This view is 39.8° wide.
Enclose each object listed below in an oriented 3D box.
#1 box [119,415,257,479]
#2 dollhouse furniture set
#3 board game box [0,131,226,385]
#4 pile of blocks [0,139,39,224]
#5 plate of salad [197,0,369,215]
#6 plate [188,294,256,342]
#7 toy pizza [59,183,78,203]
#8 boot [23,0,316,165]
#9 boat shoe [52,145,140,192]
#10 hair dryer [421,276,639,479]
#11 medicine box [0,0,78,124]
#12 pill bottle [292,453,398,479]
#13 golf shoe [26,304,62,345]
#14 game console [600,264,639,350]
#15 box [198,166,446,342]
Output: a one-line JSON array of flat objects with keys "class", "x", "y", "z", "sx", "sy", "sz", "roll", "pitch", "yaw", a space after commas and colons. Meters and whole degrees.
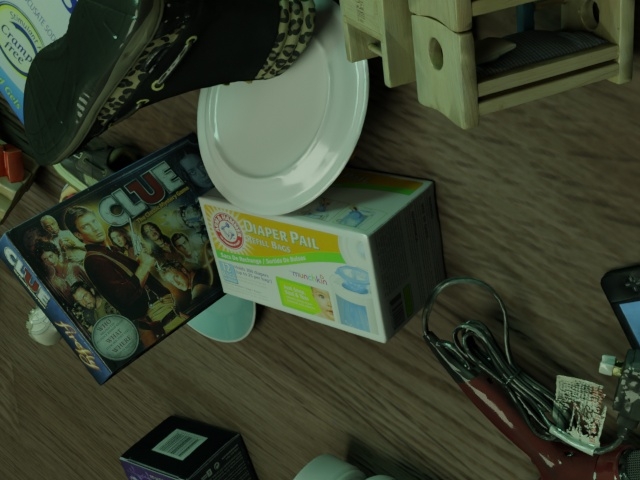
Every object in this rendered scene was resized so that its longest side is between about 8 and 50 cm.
[{"class": "box", "x": -0.168, "y": 0.371, "z": 1.251, "sx": 0.153, "sy": 0.108, "sz": 0.207, "roll": 2, "pitch": 119, "yaw": 42}, {"class": "dollhouse furniture set", "x": 0.104, "y": -0.179, "z": 0.611, "sx": 0.183, "sy": 0.129, "sz": 0.129, "roll": -132, "pitch": 29, "yaw": -57}, {"class": "board game box", "x": -0.172, "y": 0.009, "z": 0.888, "sx": 0.165, "sy": 0.243, "sz": 0.042, "roll": 51, "pitch": 141, "yaw": 3}, {"class": "pile of blocks", "x": -0.510, "y": -0.179, "z": 1.151, "sx": 0.362, "sy": 0.149, "sz": 0.112, "roll": 50, "pitch": 140, "yaw": 4}, {"class": "plate of salad", "x": -0.033, "y": -0.120, "z": 0.779, "sx": 0.200, "sy": 0.048, "sz": 0.199, "roll": -4, "pitch": 83, "yaw": 39}, {"class": "plate", "x": -0.141, "y": 0.036, "z": 1.050, "sx": 0.188, "sy": 0.024, "sz": 0.188, "roll": 25, "pitch": 134, "yaw": 30}, {"class": "toy pizza", "x": -0.282, "y": 0.012, "z": 1.161, "sx": 0.201, "sy": 0.032, "sz": 0.201, "roll": 25, "pitch": 133, "yaw": 30}, {"class": "boot", "x": -0.128, "y": -0.135, "z": 0.722, "sx": 0.236, "sy": 0.179, "sz": 0.085, "roll": -36, "pitch": 70, "yaw": 46}, {"class": "boat shoe", "x": -0.238, "y": -0.074, "z": 1.030, "sx": 0.223, "sy": 0.080, "sz": 0.073, "roll": 39, "pitch": 105, "yaw": 37}, {"class": "hair dryer", "x": 0.202, "y": 0.173, "z": 0.789, "sx": 0.224, "sy": 0.080, "sz": 0.293, "roll": 23, "pitch": 130, "yaw": 41}, {"class": "medicine box", "x": -0.241, "y": -0.292, "z": 0.812, "sx": 0.289, "sy": 0.149, "sz": 0.263, "roll": -27, "pitch": 98, "yaw": 50}, {"class": "pill bottle", "x": 0.090, "y": 0.356, "z": 0.952, "sx": 0.283, "sy": 0.161, "sz": 0.161, "roll": 25, "pitch": 133, "yaw": 29}, {"class": "golf shoe", "x": -0.383, "y": 0.113, "z": 1.307, "sx": 0.086, "sy": 0.069, "sz": 0.176, "roll": 35, "pitch": 138, "yaw": 12}, {"class": "game console", "x": 0.265, "y": 0.081, "z": 0.656, "sx": 0.107, "sy": 0.071, "sz": 0.122, "roll": -18, "pitch": 104, "yaw": 48}, {"class": "box", "x": 0.000, "y": 0.000, "z": 0.825, "sx": 0.203, "sy": 0.103, "sz": 0.114, "roll": 13, "pitch": 127, "yaw": 38}]
